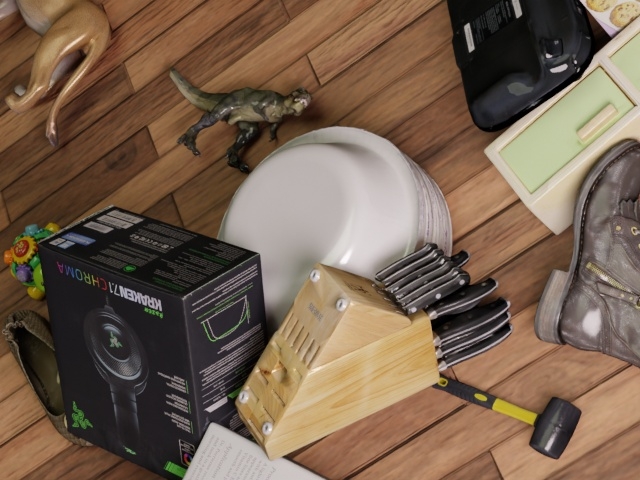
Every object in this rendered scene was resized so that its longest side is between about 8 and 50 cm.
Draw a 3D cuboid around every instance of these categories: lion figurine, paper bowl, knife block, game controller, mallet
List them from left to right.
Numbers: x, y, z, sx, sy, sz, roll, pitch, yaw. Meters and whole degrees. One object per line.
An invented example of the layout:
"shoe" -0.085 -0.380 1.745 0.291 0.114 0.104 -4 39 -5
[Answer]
"lion figurine" -0.390 -0.341 2.316 0.240 0.142 0.392 -36 68 5
"paper bowl" 0.000 0.000 1.879 0.284 0.148 0.284 -13 64 27
"knife block" 0.072 0.128 1.750 0.276 0.242 0.088 -60 37 14
"mallet" 0.193 0.189 1.739 0.189 0.039 0.062 10 71 40
"game controller" 0.226 -0.258 1.859 0.166 0.067 0.319 -42 31 29

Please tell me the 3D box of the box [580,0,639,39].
"box" 0.294 -0.288 1.708 0.067 0.324 0.063 -35 62 14

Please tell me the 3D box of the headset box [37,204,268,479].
"headset box" -0.188 0.133 1.869 0.246 0.283 0.131 18 35 36

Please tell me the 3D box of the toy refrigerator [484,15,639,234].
"toy refrigerator" 0.322 -0.141 1.768 0.269 0.094 0.102 -40 53 10

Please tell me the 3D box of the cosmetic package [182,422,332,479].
"cosmetic package" -0.051 0.316 1.760 0.183 0.151 0.151 23 83 38

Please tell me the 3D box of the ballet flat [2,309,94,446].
"ballet flat" -0.351 0.174 2.080 0.084 0.058 0.250 -46 52 8

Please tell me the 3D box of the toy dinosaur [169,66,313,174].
"toy dinosaur" -0.118 -0.158 2.086 0.268 0.064 0.118 12 69 38

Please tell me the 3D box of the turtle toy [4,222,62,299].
"turtle toy" -0.379 0.029 2.160 0.095 0.066 0.130 -50 52 3

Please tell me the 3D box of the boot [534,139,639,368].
"boot" 0.367 0.039 1.673 0.229 0.091 0.263 18 83 32
